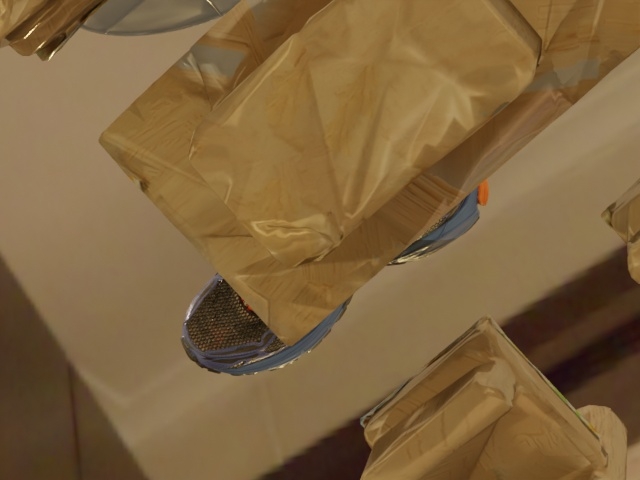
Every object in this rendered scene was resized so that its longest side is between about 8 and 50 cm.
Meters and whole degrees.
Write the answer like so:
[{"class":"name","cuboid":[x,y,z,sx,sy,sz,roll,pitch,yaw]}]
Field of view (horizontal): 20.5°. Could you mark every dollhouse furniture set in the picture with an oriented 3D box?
[{"class":"dollhouse furniture set","cuboid":[0.097,-0.131,0.714,0.394,0.256,0.362,-41,-86,16]}]

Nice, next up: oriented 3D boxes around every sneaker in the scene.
[{"class":"sneaker","cuboid":[0.000,0.000,1.106,0.221,0.083,0.087,-39,-25,0]}]

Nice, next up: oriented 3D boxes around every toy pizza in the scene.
[{"class":"toy pizza","cuboid":[-0.105,-0.211,1.299,0.201,0.032,0.201,-17,-17,-5]}]
